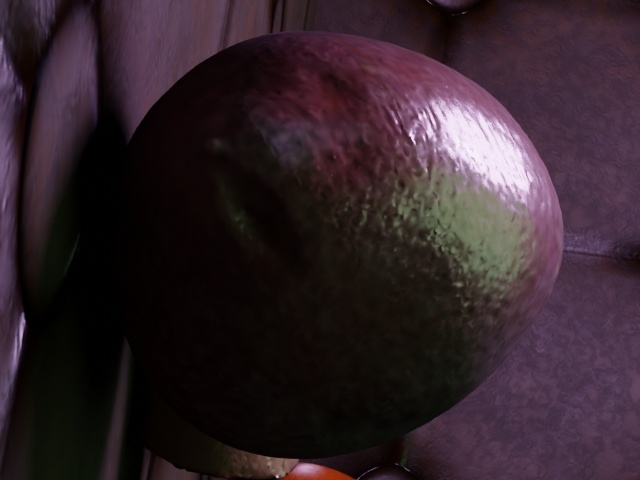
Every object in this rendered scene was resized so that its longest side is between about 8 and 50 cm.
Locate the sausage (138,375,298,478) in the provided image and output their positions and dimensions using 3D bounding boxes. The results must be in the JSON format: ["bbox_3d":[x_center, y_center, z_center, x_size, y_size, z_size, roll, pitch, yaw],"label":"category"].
[{"bbox_3d":[-0.058,0.036,0.979,0.123,0.123,0.252,-71,170,-81],"label":"sausage"}]

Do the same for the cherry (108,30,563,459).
[{"bbox_3d":[0.000,0.000,0.789,0.307,0.261,0.221,43,16,-56],"label":"cherry"}]

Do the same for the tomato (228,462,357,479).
[{"bbox_3d":[-0.023,0.309,1.015,0.298,0.226,0.298,-63,-176,8],"label":"tomato"}]
